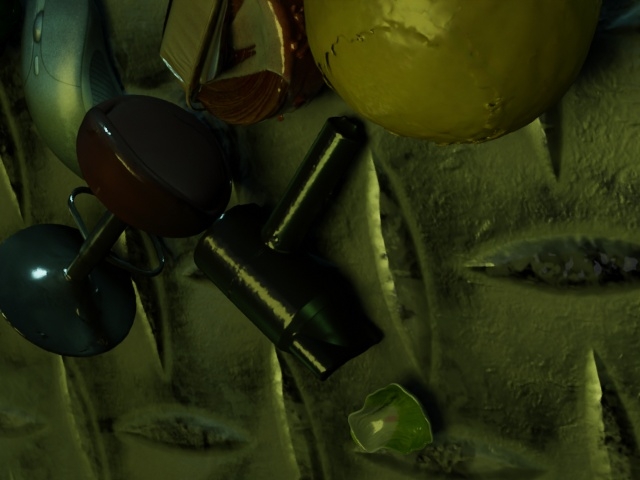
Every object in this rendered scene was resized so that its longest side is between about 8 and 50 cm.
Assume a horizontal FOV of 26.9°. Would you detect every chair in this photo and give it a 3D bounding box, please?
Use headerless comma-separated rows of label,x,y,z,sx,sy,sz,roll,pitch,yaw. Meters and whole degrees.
chair,-0.268,-0.032,1.779,0.226,0.226,0.401,54,135,11

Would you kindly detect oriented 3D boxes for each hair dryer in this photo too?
hair dryer,0.000,0.000,1.644,0.244,0.116,0.302,42,124,19

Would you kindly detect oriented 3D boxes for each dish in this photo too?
dish,0.093,0.224,1.687,0.137,0.039,0.091,-30,91,46

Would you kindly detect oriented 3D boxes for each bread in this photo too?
bread,-0.091,-0.240,1.589,0.212,0.142,0.224,41,129,27

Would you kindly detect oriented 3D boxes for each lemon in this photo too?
lemon,0.125,-0.230,1.298,0.297,0.297,0.297,18,119,37

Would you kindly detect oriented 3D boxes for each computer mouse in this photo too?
computer mouse,-0.371,-0.262,1.878,0.167,0.090,0.379,-4,103,42

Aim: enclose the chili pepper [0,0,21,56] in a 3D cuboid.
chili pepper,-0.568,-0.359,1.893,0.248,0.257,0.233,52,133,31
